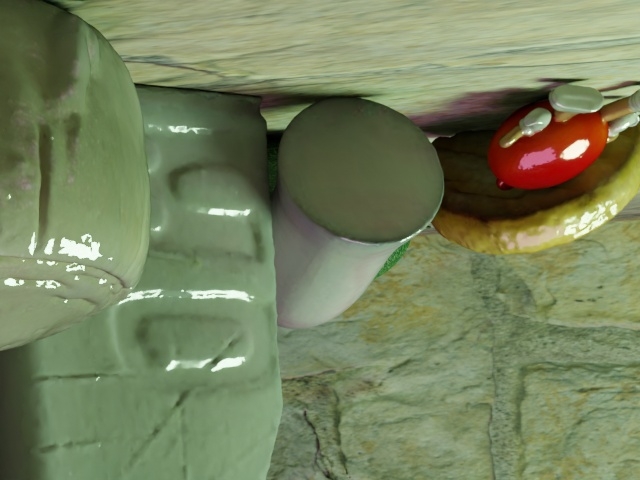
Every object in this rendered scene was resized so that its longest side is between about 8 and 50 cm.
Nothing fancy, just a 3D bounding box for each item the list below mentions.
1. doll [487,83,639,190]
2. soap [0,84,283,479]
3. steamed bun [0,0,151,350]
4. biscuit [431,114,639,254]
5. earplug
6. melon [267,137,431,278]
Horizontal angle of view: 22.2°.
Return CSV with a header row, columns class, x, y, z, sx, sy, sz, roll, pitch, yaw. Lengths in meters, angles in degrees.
class,x,y,z,sx,sy,sz,roll,pitch,yaw
doll,0.259,-0.114,1.721,0.183,0.085,0.217,-5,160,-26
soap,-0.211,0.074,1.559,0.350,0.435,0.213,6,165,-45
steamed bun,-0.245,-0.047,1.176,0.236,0.247,0.383,-16,166,18
biscuit,0.236,-0.062,1.874,0.274,0.091,0.213,1,-139,30
earplug,0.000,0.000,1.732,0.172,0.172,0.301,-1,152,-19
melon,-0.012,-0.031,1.923,0.288,0.182,0.182,8,176,1
